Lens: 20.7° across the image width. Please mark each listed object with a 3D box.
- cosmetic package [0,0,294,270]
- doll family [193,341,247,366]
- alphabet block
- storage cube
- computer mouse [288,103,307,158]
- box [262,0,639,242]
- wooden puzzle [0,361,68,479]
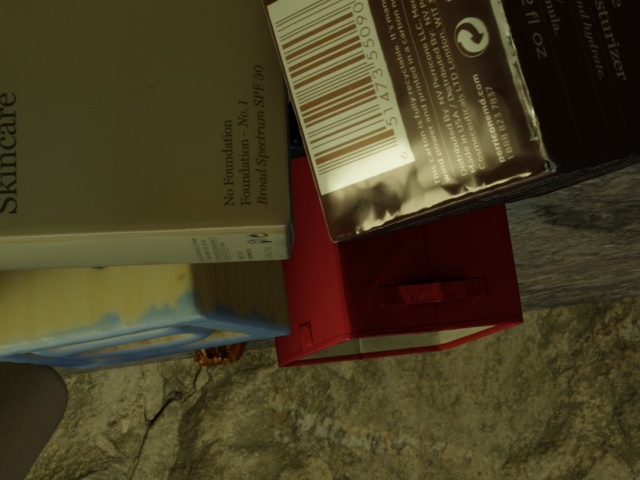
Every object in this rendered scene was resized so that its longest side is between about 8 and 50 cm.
[{"bbox_3d":[-0.172,-0.067,1.022,0.309,0.160,0.113,-3,170,-2],"label":"cosmetic package"},{"bbox_3d":[-0.119,0.053,1.838,0.118,0.163,0.263,-3,171,7],"label":"doll family"},{"bbox_3d":[-0.148,-0.016,1.324,0.192,0.197,0.193,-10,170,15],"label":"alphabet block"},{"bbox_3d":[0.058,0.007,1.659,0.183,0.193,0.215,-4,171,-22],"label":"storage cube"},{"bbox_3d":[0.043,-0.095,1.493,0.242,0.041,0.071,-6,170,-19],"label":"computer mouse"},{"bbox_3d":[0.104,-0.110,0.964,0.203,0.168,0.167,-15,177,-43],"label":"box"},{"bbox_3d":[-0.400,0.139,1.278,0.348,0.322,0.080,34,153,-6],"label":"wooden puzzle"}]
